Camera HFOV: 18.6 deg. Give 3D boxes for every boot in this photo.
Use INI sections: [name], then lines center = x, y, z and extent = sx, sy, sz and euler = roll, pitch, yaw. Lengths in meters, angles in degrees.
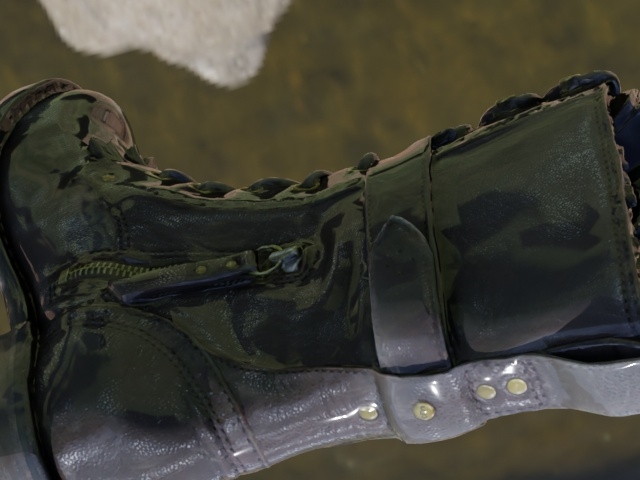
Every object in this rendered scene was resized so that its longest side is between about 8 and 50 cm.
[boot]
center = 0.000, 0.000, 0.645
extent = 0.229, 0.263, 0.091
euler = -21, 126, 9
